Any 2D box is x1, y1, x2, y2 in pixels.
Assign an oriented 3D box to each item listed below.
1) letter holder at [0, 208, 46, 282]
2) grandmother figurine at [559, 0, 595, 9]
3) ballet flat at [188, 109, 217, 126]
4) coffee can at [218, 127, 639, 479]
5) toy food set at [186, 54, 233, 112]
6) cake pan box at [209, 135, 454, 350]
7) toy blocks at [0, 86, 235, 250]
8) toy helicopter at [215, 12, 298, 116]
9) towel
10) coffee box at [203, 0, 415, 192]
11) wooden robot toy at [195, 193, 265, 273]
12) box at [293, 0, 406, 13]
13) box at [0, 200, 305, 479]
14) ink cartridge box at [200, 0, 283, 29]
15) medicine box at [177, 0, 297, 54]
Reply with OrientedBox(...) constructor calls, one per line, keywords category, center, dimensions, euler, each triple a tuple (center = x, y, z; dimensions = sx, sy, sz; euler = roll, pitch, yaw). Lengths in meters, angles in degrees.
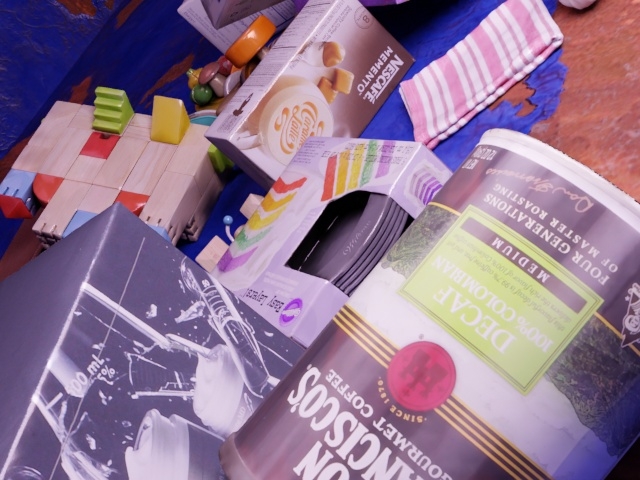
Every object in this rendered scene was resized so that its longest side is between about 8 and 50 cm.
OrientedBox(category="letter holder", center=(-0.395, 0.052, 1.473), dimensions=(0.214, 0.152, 0.302), euler=(-24, 36, 38))
OrientedBox(category="grandmother figurine", center=(0.364, -0.353, 0.917), dimensions=(0.342, 0.104, 0.208), euler=(-36, 2, 30))
OrientedBox(category="ballet flat", center=(-0.226, -0.165, 1.594), dimensions=(0.221, 0.077, 0.079), euler=(-33, 12, 30))
OrientedBox(category="coffee can", center=(0.098, 0.096, 0.610), dimensions=(0.275, 0.201, 0.201), euler=(-50, 27, -2))
OrientedBox(category="toy food set", center=(-0.187, -0.301, 1.700), dimensions=(0.128, 0.071, 0.218), euler=(-56, 28, -14))
OrientedBox(category="cake pan box", center=(0.000, 0.000, 1.034), dimensions=(0.246, 0.070, 0.267), euler=(-56, 28, -9))
OrientedBox(category="toy blocks", center=(-0.317, -0.064, 1.392), dimensions=(0.381, 0.191, 0.261), euler=(12, 57, 19))
OrientedBox(category="toy helicopter", center=(-0.064, -0.291, 1.484), dimensions=(0.235, 0.140, 0.355), euler=(-35, 18, 44))
OrientedBox(category="towel", center=(0.177, -0.198, 1.063), dimensions=(0.197, 0.029, 0.144), euler=(-39, 29, 20))
OrientedBox(category="coffee box", center=(-0.013, -0.184, 1.211), dimensions=(0.247, 0.141, 0.098), euler=(-53, 26, -9))
OrientedBox(category="wooden robot toy", center=(-0.105, 0.031, 1.181), dimensions=(0.079, 0.076, 0.173), euler=(41, 90, 28))
OrientedBox(category="box", center=(0.105, -0.368, 1.265), dimensions=(0.200, 0.057, 0.293), euler=(-26, 20, -19))
OrientedBox(category="box", center=(-0.133, 0.211, 0.686), dimensions=(0.179, 0.312, 0.343), euler=(-30, 33, 33))
OrientedBox(category="ink cartridge box", center=(-0.014, -0.429, 1.407), dimensions=(0.332, 0.065, 0.165), euler=(-26, -2, -17))
OrientedBox(category="medicine box", center=(-0.088, -0.518, 1.746), dimensions=(0.289, 0.149, 0.264), euler=(-17, 41, 46))
